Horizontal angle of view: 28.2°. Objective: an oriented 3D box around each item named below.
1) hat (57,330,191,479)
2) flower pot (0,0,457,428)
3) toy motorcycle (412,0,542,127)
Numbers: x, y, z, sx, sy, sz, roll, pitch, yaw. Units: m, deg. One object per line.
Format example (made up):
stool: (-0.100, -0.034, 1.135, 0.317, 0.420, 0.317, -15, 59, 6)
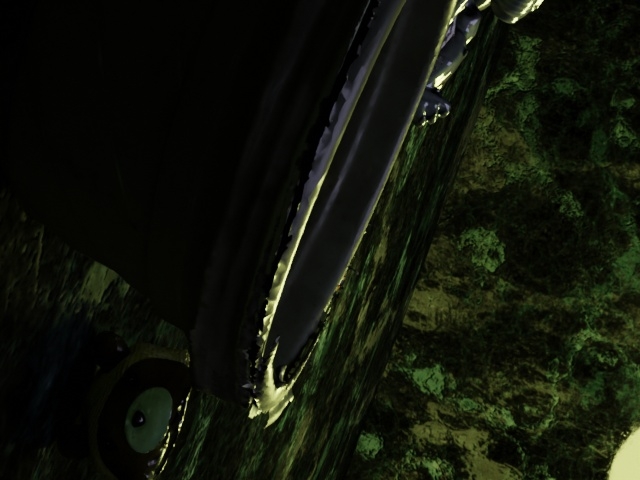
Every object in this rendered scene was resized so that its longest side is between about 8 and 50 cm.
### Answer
hat: (-0.107, 0.092, 0.695, 0.076, 0.059, 0.077, -93, -156, -70)
flower pot: (-0.037, -0.059, 0.506, 0.235, 0.140, 0.235, 22, 90, -80)
toy motorcycle: (0.072, -0.175, 0.809, 0.401, 0.134, 0.207, -47, -163, 55)
